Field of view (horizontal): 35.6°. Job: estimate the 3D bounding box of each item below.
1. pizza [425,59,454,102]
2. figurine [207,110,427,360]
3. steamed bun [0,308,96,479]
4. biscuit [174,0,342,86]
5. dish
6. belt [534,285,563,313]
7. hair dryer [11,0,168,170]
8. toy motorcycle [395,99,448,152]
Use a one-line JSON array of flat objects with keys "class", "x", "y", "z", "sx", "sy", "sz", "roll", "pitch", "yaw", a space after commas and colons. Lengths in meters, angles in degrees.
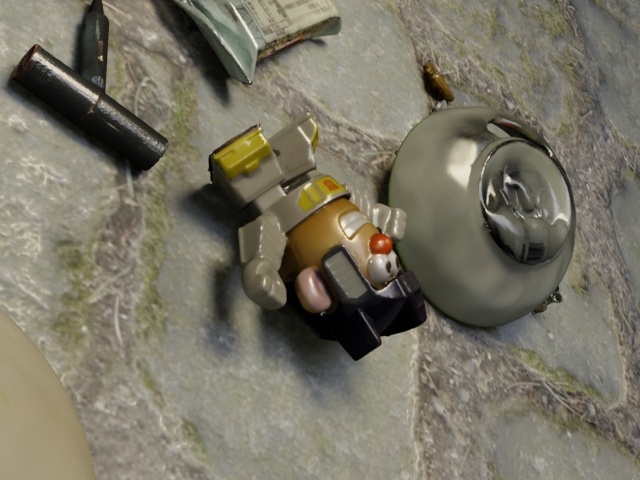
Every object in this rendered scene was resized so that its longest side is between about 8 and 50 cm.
[{"class": "pizza", "x": 0.192, "y": -0.267, "z": 1.664, "sx": 0.083, "sy": 0.025, "sz": 0.078, "roll": 39, "pitch": 21, "yaw": -52}, {"class": "figurine", "x": 0.001, "y": 0.000, "z": 1.143, "sx": 0.308, "sy": 0.143, "sz": 0.308, "roll": 12, "pitch": 63, "yaw": -25}, {"class": "steamed bun", "x": -0.291, "y": 0.175, "z": 0.535, "sx": 0.334, "sy": 0.334, "sz": 0.374, "roll": 46, "pitch": 37, "yaw": -15}, {"class": "biscuit", "x": -0.083, "y": -0.320, "z": 1.336, "sx": 0.186, "sy": 0.079, "sz": 0.309, "roll": 53, "pitch": 37, "yaw": -4}, {"class": "dish", "x": 0.259, "y": -0.046, "z": 1.400, "sx": 0.324, "sy": 0.124, "sz": 0.324, "roll": 7, "pitch": 77, "yaw": -33}, {"class": "belt", "x": 0.305, "y": 0.020, "z": 1.553, "sx": 0.100, "sy": 0.065, "sz": 0.179, "roll": 8, "pitch": 58, "yaw": -35}, {"class": "hair dryer", "x": -0.233, "y": -0.188, "z": 1.097, "sx": 0.173, "sy": 0.050, "sz": 0.195, "roll": 39, "pitch": 37, "yaw": -28}, {"class": "toy motorcycle", "x": 0.179, "y": -0.141, "z": 1.514, "sx": 0.122, "sy": 0.080, "sz": 0.215, "roll": 45, "pitch": 35, "yaw": -22}]
